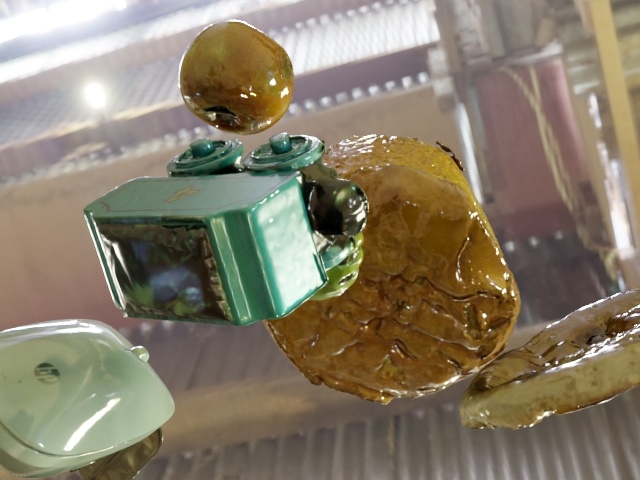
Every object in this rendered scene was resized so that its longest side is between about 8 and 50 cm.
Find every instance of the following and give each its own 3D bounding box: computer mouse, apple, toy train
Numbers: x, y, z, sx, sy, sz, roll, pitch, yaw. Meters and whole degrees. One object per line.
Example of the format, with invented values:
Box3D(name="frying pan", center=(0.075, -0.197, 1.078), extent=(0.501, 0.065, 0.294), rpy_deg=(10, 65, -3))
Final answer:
Box3D(name="computer mouse", center=(-0.247, 0.142, 1.164), extent=(0.097, 0.159, 0.288), rpy_deg=(-50, 164, 24))
Box3D(name="apple", center=(-0.082, -0.162, 1.136), extent=(0.114, 0.099, 0.102), rpy_deg=(15, -112, 13))
Box3D(name="toy train", center=(-0.068, -0.008, 0.828), extent=(0.198, 0.107, 0.154), rpy_deg=(1, -154, 37))

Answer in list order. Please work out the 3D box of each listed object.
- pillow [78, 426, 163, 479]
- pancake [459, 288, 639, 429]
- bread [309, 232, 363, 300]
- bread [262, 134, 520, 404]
Box3D(name="pillow", center=(-0.313, 0.232, 1.539), extent=(0.130, 0.217, 0.033), rpy_deg=(-47, 164, 3))
Box3D(name="pancake", center=(0.304, 0.115, 1.214), extent=(0.356, 0.065, 0.356), rpy_deg=(-24, 179, 0))
Box3D(name="bread", center=(0.000, 0.000, 1.377), extent=(0.071, 0.130, 0.139), rpy_deg=(-12, -119, -33))
Box3D(name="bread", center=(0.089, 0.048, 1.648), extent=(0.398, 0.398, 0.215), rpy_deg=(-12, -146, 15))
